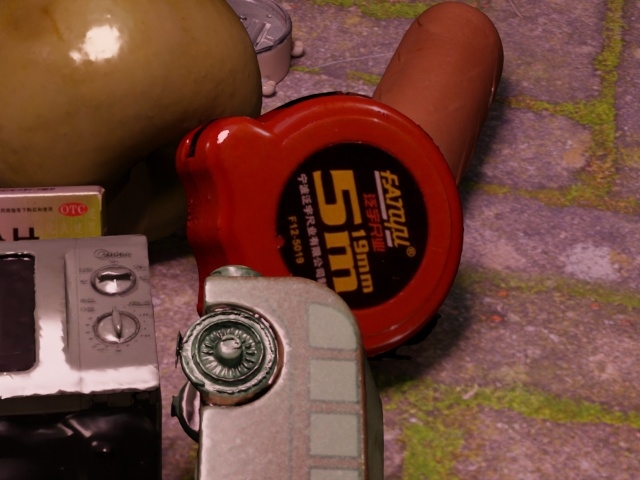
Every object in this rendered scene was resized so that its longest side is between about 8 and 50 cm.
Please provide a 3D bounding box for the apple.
[{"bbox_3d":[-0.203,-0.139,1.389,0.292,0.292,0.254,-18,59,-24],"label":"apple"}]

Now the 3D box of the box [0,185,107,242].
[{"bbox_3d":[-0.309,0.046,1.250,0.260,0.175,0.062,-2,8,-6],"label":"box"}]

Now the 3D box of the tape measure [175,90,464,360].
[{"bbox_3d":[0.000,-0.001,1.298,0.260,0.253,0.114,-11,3,-25],"label":"tape measure"}]

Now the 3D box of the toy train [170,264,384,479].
[{"bbox_3d":[-0.036,0.168,1.096,0.159,0.129,0.326,4,60,-8],"label":"toy train"}]

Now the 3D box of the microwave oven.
[{"bbox_3d":[-0.267,0.134,1.100,0.295,0.237,0.181,-3,41,-9],"label":"microwave oven"}]

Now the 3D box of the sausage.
[{"bbox_3d":[0.113,-0.135,1.545,0.121,0.121,0.304,13,40,11],"label":"sausage"}]

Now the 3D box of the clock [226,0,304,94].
[{"bbox_3d":[-0.106,-0.229,1.690,0.156,0.063,0.229,16,42,15],"label":"clock"}]
